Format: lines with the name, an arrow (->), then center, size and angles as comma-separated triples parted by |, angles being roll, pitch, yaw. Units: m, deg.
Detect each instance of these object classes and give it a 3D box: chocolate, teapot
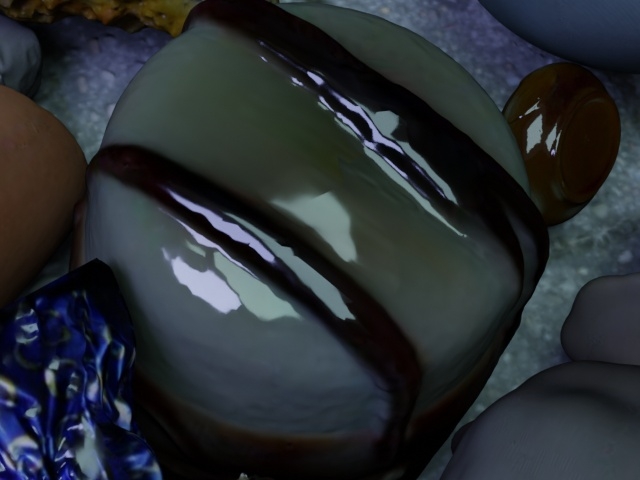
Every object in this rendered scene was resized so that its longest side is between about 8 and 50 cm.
chocolate -> 0.000, 0.000, 0.570 | 0.284, 0.186, 0.283 | 7, 67, -16
teapot -> 0.145, -0.061, 0.705 | 0.129, 0.078, 0.098 | -54, 127, -25
chocolate -> -0.056, 0.165, 0.460 | 0.148, 0.126, 0.343 | -38, 88, 15

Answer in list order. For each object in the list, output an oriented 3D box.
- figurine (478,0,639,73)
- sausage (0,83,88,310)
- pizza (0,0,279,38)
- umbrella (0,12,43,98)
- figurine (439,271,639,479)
figurine -> 0.226, -0.261, 0.760 | 0.225, 0.205, 0.382 | 25, 46, 6
sausage -> -0.242, 0.037, 0.543 | 0.121, 0.121, 0.304 | 28, 49, 4
pizza -> -0.151, -0.225, 0.704 | 0.268, 0.087, 0.257 | 11, 43, -9
umbrella -> -0.337, -0.172, 0.679 | 0.337, 0.067, 0.073 | 26, 35, 3
figurine -> 0.192, 0.118, 0.561 | 0.248, 0.203, 0.380 | 27, 64, 7
